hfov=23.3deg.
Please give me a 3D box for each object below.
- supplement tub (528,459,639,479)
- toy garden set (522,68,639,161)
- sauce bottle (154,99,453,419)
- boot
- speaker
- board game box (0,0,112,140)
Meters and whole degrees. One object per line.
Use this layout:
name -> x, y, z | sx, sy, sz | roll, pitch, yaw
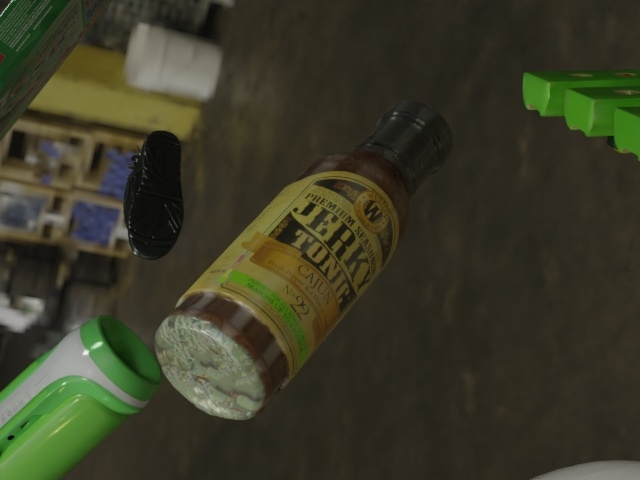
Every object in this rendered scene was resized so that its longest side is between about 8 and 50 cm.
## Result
supplement tub -> 0.167, 0.274, 0.935 | 0.316, 0.228, 0.228 | 84, -171, -68
toy garden set -> 0.241, -0.050, 0.805 | 0.244, 0.204, 0.049 | -131, 40, -72
sauce bottle -> 0.000, 0.000, 1.289 | 0.344, 0.111, 0.111 | -50, -2, -38
boot -> -0.144, -0.025, 1.301 | 0.099, 0.045, 0.121 | 128, 147, -62
speaker -> -0.329, 0.223, 1.834 | 0.296, 0.131, 0.131 | -42, 29, 11
board game box -> -0.265, -0.208, 1.499 | 0.317, 0.046, 0.213 | -53, 5, -8
